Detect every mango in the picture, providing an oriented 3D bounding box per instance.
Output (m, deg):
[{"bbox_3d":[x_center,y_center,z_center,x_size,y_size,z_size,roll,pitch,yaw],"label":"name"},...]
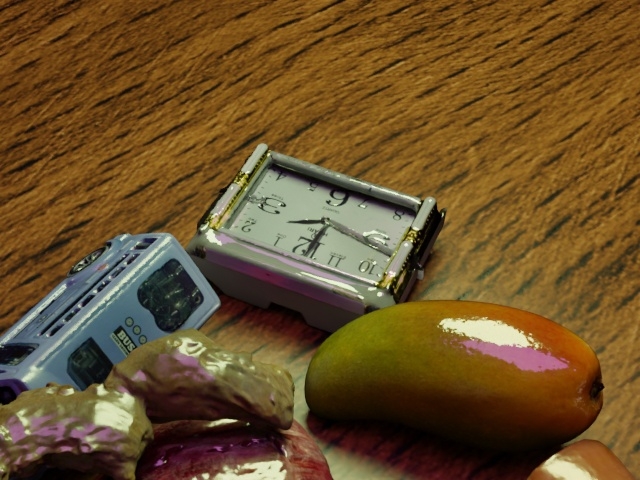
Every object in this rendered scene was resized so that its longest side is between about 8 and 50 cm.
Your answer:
[{"bbox_3d":[0.129,0.128,1.106,0.289,0.146,0.129,9,34,10],"label":"mango"}]

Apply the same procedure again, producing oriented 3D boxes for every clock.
[{"bbox_3d":[0.000,0.000,1.259,0.253,0.083,0.186,19,51,16],"label":"clock"}]

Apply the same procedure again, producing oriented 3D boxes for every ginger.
[{"bbox_3d":[-0.157,0.145,0.970,0.290,0.084,0.122,-11,47,-19],"label":"ginger"}]

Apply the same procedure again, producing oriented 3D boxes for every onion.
[{"bbox_3d":[-0.118,0.249,1.012,0.283,0.120,0.227,-19,47,-17],"label":"onion"}]

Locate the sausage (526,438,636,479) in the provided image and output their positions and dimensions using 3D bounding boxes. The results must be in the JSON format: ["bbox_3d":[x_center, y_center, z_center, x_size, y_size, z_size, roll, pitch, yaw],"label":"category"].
[{"bbox_3d":[0.284,0.298,0.983,0.113,0.113,0.259,-23,51,-20],"label":"sausage"}]

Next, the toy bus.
[{"bbox_3d":[-0.235,0.119,1.087,0.133,0.125,0.292,-11,29,50],"label":"toy bus"}]
